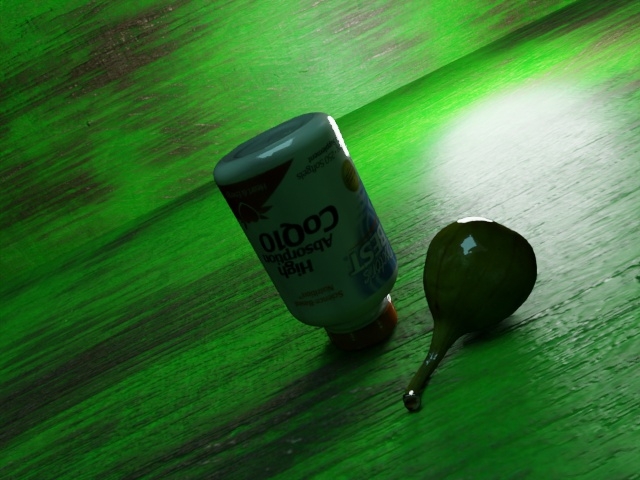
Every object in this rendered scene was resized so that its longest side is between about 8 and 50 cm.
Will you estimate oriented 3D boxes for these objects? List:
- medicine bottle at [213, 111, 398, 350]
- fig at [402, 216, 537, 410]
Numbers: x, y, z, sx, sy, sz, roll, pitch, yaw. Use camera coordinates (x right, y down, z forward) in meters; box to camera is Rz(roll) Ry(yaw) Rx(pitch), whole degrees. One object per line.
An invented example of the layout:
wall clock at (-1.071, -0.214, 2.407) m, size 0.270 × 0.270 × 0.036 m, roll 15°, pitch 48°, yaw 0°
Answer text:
medicine bottle at (0.000, 0.000, 0.641) m, size 0.157 × 0.288 × 0.157 m, roll -23°, pitch 21°, yaw 10°
fig at (0.154, 0.084, 0.570) m, size 0.124 × 0.124 × 0.236 m, roll 6°, pitch 62°, yaw 54°
